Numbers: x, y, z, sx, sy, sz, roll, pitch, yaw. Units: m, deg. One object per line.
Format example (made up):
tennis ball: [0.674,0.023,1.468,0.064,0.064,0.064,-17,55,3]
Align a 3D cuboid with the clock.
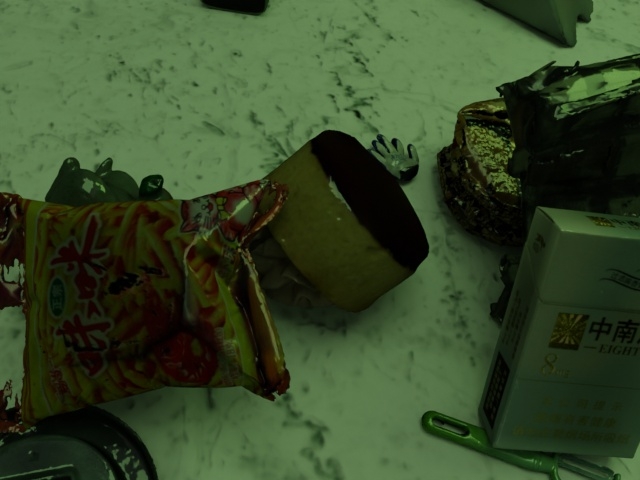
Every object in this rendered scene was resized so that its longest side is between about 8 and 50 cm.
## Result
clock: [-0.247,0.248,0.562,0.214,0.042,0.215,4,53,-6]

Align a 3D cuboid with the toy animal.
toy animal: [-0.184,0.016,0.717,0.251,0.127,0.125,38,44,2]

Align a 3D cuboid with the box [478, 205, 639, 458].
box: [0.260,0.094,0.629,0.155,0.243,0.067,4,23,-7]

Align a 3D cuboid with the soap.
soap: [0.376,-0.529,1.106,0.302,0.258,0.159,34,55,16]

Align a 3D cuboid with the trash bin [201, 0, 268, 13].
trash bin: [-0.138,-0.449,1.091,0.116,0.059,0.130,9,52,-4]

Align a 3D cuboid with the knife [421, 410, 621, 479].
knife: [0.203,0.228,0.663,0.212,0.015,0.054,20,55,6]

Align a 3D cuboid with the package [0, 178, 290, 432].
package: [-0.167,0.058,0.604,0.288,0.108,0.223,-4,76,4]

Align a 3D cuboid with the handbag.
handbag: [0.358,-0.047,0.706,0.326,0.325,0.162,-11,22,-10]

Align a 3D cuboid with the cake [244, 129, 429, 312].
cake: [0.000,0.000,0.725,0.185,0.178,0.207,55,27,6]

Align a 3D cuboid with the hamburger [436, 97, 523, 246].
hamburger: [0.267,-0.091,0.857,0.230,0.107,0.231,6,55,-9]

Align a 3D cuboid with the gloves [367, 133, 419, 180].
gloves: [0.106,-0.118,0.902,0.064,0.026,0.086,-27,57,-27]
